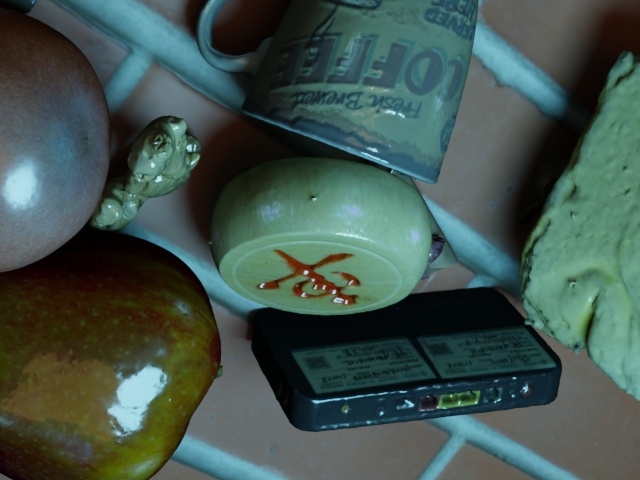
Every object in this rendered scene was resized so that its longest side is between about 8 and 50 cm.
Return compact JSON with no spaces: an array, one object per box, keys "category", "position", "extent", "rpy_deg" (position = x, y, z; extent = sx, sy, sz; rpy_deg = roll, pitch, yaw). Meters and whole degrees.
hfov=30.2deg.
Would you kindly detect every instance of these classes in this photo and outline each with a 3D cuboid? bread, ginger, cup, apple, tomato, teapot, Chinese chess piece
[{"category":"bread","position":[0.470,-0.004,1.449],"extent":[0.371,0.279,0.390],"rpy_deg":[6,114,-47]},{"category":"ginger","position":[-0.185,-0.062,1.225],"extent":[0.149,0.258,0.065],"rpy_deg":[-45,96,-3]},{"category":"cup","position":[0.024,-0.228,1.273],"extent":[0.301,0.227,0.257],"rpy_deg":[20,92,3]},{"category":"apple","position":[-0.266,0.129,1.276],"extent":[0.317,0.288,0.288],"rpy_deg":[14,110,-24]},{"category":"tomato","position":[-0.318,-0.094,1.115],"extent":[0.225,0.256,0.255],"rpy_deg":[2,122,20]},{"category":"teapot","position":[0.299,-0.053,1.519],"extent":[0.085,0.080,0.110],"rpy_deg":[39,113,-3]},{"category":"Chinese chess piece","position":[0.000,0.000,1.341],"extent":[0.251,0.097,0.251],"rpy_deg":[3,155,1]}]

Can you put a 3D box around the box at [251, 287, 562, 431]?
[{"category":"box","position":[0.104,0.142,1.464],"extent":[0.350,0.211,0.058],"rpy_deg":[-3,119,-19]}]

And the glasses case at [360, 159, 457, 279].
[{"category":"glasses case","position":[0.093,-0.014,1.462],"extent":[0.102,0.070,0.193],"rpy_deg":[-33,123,-1]}]

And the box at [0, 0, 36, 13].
[{"category":"box","position":[-0.316,-0.356,1.100],"extent":[0.178,0.138,0.274],"rpy_deg":[18,111,-34]}]
